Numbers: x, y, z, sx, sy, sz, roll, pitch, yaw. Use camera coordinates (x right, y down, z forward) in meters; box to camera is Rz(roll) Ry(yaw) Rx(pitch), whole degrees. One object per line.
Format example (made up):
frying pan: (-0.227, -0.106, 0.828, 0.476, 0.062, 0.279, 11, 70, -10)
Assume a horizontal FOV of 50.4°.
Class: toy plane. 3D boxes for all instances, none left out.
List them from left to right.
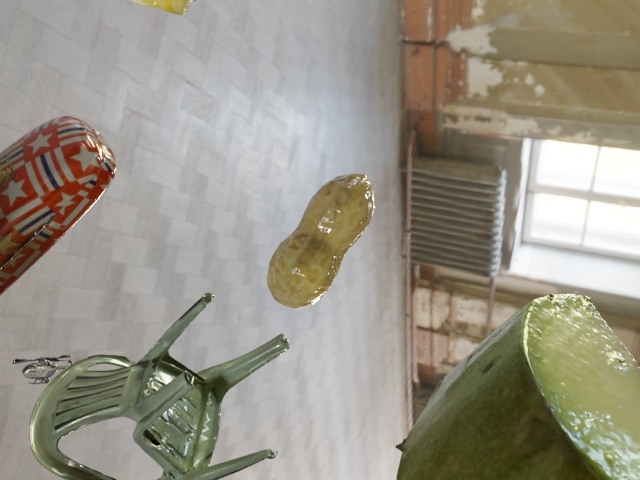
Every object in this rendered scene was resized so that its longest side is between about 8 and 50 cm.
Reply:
toy plane: (-0.493, 0.232, 1.237, 0.031, 0.120, 0.049, -106, -162, -63)

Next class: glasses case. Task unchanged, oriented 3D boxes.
glasses case: (-0.219, -0.008, 0.446, 0.194, 0.073, 0.049, -42, 146, 6)

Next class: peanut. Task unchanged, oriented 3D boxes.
peanut: (0.000, 0.001, 0.819, 0.193, 0.089, 0.089, -60, 162, 12)

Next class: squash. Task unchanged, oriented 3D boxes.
squash: (0.118, 0.126, 0.403, 0.085, 0.184, 0.192, 49, 13, -44)

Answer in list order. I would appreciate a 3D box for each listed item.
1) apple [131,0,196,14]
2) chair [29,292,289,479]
apple: (-0.322, -0.504, 1.059, 0.314, 0.308, 0.252, -120, -130, -76)
chair: (-0.205, 0.202, 0.867, 0.190, 0.274, 0.203, 42, 28, -27)
